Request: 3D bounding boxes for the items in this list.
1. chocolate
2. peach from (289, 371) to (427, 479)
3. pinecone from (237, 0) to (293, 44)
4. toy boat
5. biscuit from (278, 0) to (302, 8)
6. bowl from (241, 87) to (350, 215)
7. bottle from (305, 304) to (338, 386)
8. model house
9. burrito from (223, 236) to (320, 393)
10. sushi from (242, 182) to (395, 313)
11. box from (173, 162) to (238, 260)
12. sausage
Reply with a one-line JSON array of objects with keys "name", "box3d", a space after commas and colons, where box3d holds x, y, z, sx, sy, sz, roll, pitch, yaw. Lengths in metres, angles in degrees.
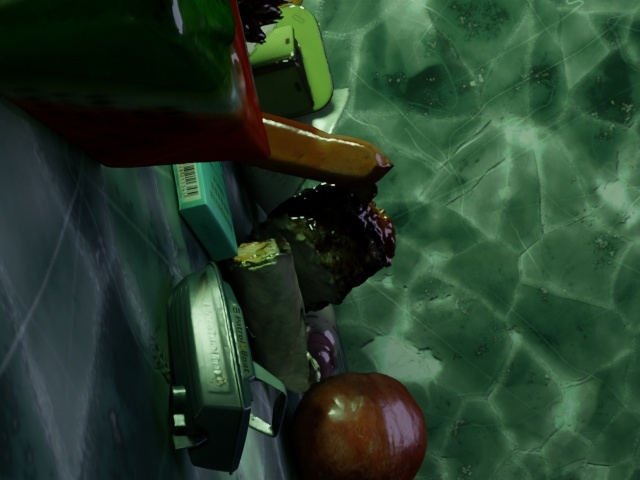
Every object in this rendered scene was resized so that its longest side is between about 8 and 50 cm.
[{"name": "chocolate", "box3d": [-0.162, -0.241, 0.658, 0.341, 0.161, 0.360, 58, 18, -80]}, {"name": "peach", "box3d": [0.062, 0.353, 1.487, 0.232, 0.232, 0.256, 68, 10, -67]}, {"name": "pinecone", "box3d": [-0.136, -0.381, 1.307, 0.221, 0.221, 0.221, -14, 90, -87]}, {"name": "toy boat", "box3d": [-0.098, 0.106, 0.850, 0.246, 0.103, 0.093, -108, -155, -50]}, {"name": "biscuit", "box3d": [-0.156, -0.574, 1.767, 0.318, 0.040, 0.318, 23, 55, -38]}, {"name": "bowl", "box3d": [-0.078, -0.198, 1.742, 0.146, 0.313, 0.313, 31, 12, -7]}, {"name": "bottle", "box3d": [-0.020, 0.195, 1.702, 0.233, 0.110, 0.110, -94, 169, -68]}, {"name": "model house", "box3d": [-0.110, -0.311, 1.504, 0.279, 0.218, 0.204, -13, 88, -82]}, {"name": "burrito", "box3d": [-0.073, 0.089, 1.326, 0.347, 0.107, 0.175, 75, -13, -48]}, {"name": "sushi", "box3d": [0.000, 0.000, 1.454, 0.196, 0.182, 0.343, 48, -23, -4]}, {"name": "box", "box3d": [-0.160, -0.108, 1.160, 0.162, 0.041, 0.229, 70, 7, -64]}, {"name": "sausage", "box3d": [-0.039, -0.135, 1.311, 0.089, 0.300, 0.083, 61, 45, -82]}]
